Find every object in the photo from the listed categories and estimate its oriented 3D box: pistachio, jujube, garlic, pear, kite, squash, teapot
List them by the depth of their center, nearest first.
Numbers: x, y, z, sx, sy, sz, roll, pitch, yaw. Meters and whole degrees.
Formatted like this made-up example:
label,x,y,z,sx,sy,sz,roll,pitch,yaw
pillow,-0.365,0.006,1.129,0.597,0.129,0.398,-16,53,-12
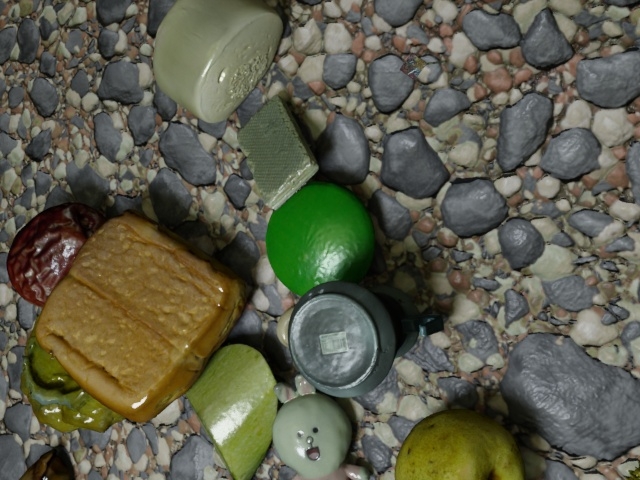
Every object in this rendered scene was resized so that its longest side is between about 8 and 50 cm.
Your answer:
label,x,y,z,sx,sy,sz,roll,pitch,yaw
pear,0.201,0.352,0.995,0.197,0.197,0.197,-1,89,27
teapot,0.078,0.141,1.038,0.203,0.225,0.170,-5,89,25
kite,0.171,-0.291,1.122,0.078,0.002,0.044,21,98,26
garlic,-0.053,0.165,1.204,0.053,0.041,0.083,-21,83,-17
squash,-0.150,0.311,1.229,0.155,0.204,0.236,-31,74,-18
jujube,-0.544,0.033,1.375,0.243,0.183,0.183,-42,71,32
pistachio,-0.598,0.549,1.428,0.165,0.131,0.210,28,105,65

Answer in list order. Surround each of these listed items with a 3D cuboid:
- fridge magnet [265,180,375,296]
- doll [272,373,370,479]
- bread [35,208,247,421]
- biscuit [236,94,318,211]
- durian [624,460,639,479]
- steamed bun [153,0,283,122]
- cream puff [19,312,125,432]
label,x,y,z,sx,sy,sz,roll,pitch,yaw
fridge magnet,0.000,0.000,1.153,0.208,0.088,0.207,-1,88,27
doll,-0.008,0.369,1.142,0.155,0.113,0.274,-20,75,3
bread,-0.331,0.141,1.240,0.337,0.148,0.328,28,80,22
biscuit,-0.081,-0.160,1.188,0.121,0.041,0.199,-41,50,19
durian,0.503,0.371,0.847,0.200,0.177,0.237,-49,64,28
steamed bun,-0.207,-0.358,1.227,0.200,0.155,0.250,41,103,21
cream puff,-0.506,0.265,1.351,0.282,0.185,0.281,0,90,29
